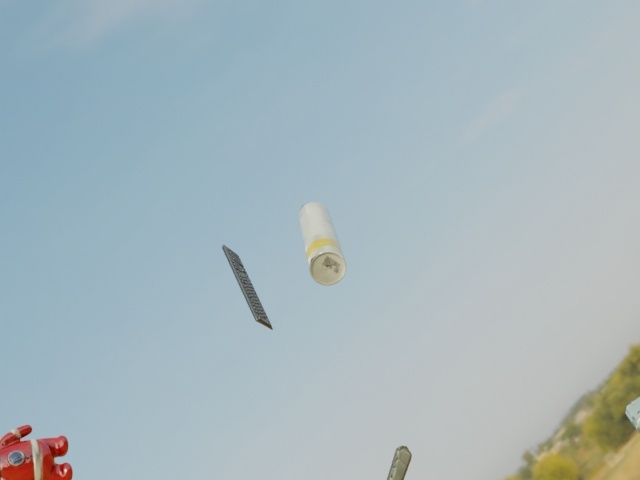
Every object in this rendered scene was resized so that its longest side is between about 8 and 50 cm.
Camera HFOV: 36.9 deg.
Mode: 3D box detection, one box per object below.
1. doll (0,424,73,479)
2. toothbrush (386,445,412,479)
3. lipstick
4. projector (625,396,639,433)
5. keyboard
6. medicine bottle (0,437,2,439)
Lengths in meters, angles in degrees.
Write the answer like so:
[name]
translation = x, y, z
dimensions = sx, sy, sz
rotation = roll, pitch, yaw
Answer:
[doll]
translation = -0.549, 0.381, 1.626
dimensions = 0.245, 0.142, 0.076
rotation = 4, -41, -29
[toothbrush]
translation = 0.091, 0.467, 1.538
dimensions = 0.031, 0.030, 0.297
rotation = -16, 44, 51
[lipstick]
translation = 0.000, 0.000, 1.535
dimensions = 0.059, 0.059, 0.264
rotation = -49, 16, 11
[projector]
translation = 0.525, 0.236, 1.403
dimensions = 0.147, 0.061, 0.115
rotation = -38, -2, 9
[keyboard]
translation = -0.150, 0.094, 1.953
dimensions = 0.011, 0.202, 0.067
rotation = -36, -35, 11
[medicine bottle]
translation = -0.642, 0.564, 1.976
dimensions = 0.157, 0.288, 0.157
rotation = -35, -1, -1
